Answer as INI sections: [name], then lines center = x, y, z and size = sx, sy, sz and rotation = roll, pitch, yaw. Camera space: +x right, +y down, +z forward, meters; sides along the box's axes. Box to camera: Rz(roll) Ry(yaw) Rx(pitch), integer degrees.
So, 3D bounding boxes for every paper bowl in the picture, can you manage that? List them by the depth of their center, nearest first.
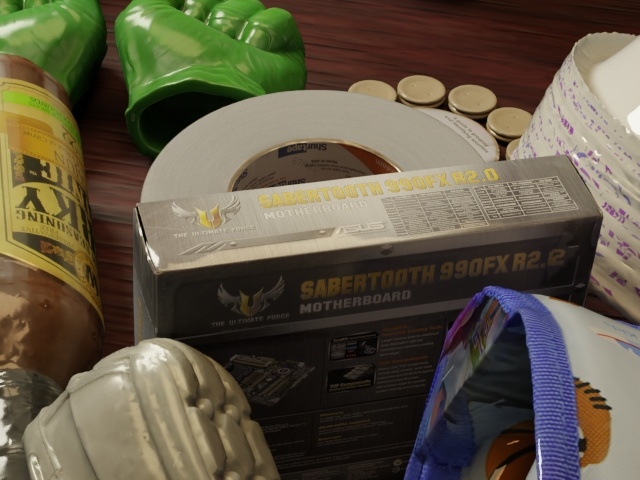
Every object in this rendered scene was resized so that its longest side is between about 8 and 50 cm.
[paper bowl]
center = 0.264, -0.036, 0.886
size = 0.284, 0.148, 0.284
rotation = 20, 26, -11

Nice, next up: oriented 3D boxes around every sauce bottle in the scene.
[sauce bottle]
center = -0.180, 0.031, 0.870
size = 0.111, 0.111, 0.344
rotation = -5, 45, -11

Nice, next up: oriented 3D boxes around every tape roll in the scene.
[tape roll]
center = 0.000, 0.000, 0.940
size = 0.219, 0.072, 0.219
rotation = 1, 44, -1

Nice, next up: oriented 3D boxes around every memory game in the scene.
[memory game]
center = 0.076, -0.063, 1.080
size = 0.186, 0.012, 0.186
rotation = 2, 39, -2

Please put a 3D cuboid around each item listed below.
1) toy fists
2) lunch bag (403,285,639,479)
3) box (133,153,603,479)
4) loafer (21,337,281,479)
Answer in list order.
[toy fists]
center = -0.149, -0.133, 1.082
size = 0.279, 0.096, 0.142
rotation = 3, 38, 1
[lunch bag]
center = 0.182, 0.212, 0.540
size = 0.328, 0.239, 0.385
rotation = 18, 46, -10
[box]
center = 0.020, 0.053, 0.801
size = 0.231, 0.183, 0.056
rotation = -8, 41, -13
[loafer]
center = -0.050, 0.197, 0.659
size = 0.111, 0.112, 0.319
rotation = -30, 60, 16
